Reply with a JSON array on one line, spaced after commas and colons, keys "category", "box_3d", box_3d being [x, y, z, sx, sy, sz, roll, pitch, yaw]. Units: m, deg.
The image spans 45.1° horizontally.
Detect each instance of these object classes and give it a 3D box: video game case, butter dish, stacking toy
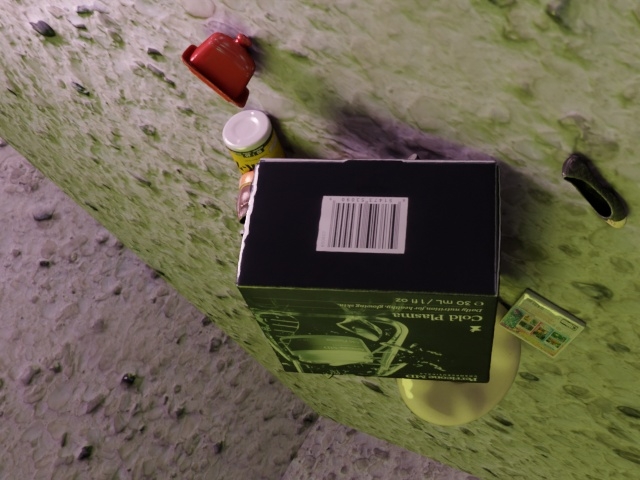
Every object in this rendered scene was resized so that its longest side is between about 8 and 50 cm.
[{"category": "video game case", "box_3d": [0.523, 0.199, 1.826, 0.157, 0.019, 0.143, 31, 138, 6]}, {"category": "butter dish", "box_3d": [-0.186, -0.370, 1.571, 0.160, 0.118, 0.160, 37, -159, -15]}, {"category": "stacking toy", "box_3d": [0.277, 0.254, 2.093, 0.350, 0.351, 0.480, 44, 175, -25]}]

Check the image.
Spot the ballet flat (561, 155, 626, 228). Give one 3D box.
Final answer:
[{"category": "ballet flat", "box_3d": [0.467, -0.076, 1.323, 0.173, 0.049, 0.057, 42, 159, -21]}]

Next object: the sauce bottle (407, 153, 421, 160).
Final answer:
[{"category": "sauce bottle", "box_3d": [0.226, -0.127, 1.585, 0.128, 0.042, 0.042, 46, 156, -24]}]

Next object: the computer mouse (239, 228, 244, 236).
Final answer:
[{"category": "computer mouse", "box_3d": [-0.167, 0.005, 2.466, 0.193, 0.042, 0.106, 30, 164, -4]}]

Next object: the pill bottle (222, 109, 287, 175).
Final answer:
[{"category": "pill bottle", "box_3d": [-0.147, -0.205, 1.857, 0.119, 0.119, 0.208, 22, 157, 28]}]

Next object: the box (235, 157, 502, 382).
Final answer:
[{"category": "box", "box_3d": [0.124, 0.077, 1.608, 0.479, 0.298, 0.472, 1, 153, 11]}]

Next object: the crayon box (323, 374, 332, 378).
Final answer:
[{"category": "crayon box", "box_3d": [0.101, 0.198, 2.101, 0.106, 0.313, 0.363, 36, 160, 4]}]

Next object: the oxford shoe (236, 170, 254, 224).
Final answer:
[{"category": "oxford shoe", "box_3d": [-0.018, -0.077, 1.798, 0.363, 0.133, 0.130, 1, 148, 10]}]
